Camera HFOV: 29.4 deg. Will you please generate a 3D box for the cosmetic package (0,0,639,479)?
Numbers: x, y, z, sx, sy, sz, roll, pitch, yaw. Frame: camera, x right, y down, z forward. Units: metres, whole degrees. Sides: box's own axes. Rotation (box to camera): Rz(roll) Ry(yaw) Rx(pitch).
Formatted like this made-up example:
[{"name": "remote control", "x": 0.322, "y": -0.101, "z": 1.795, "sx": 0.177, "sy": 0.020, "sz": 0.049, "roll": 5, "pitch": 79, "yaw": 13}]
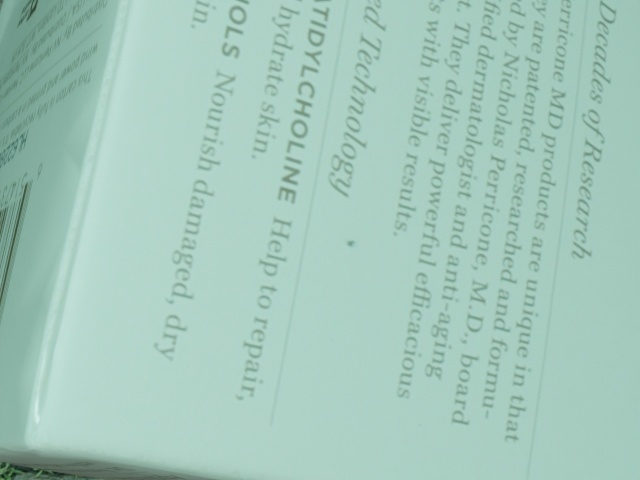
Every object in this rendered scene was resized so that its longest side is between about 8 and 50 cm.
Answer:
[{"name": "cosmetic package", "x": 0.000, "y": 0.000, "z": 0.751, "sx": 0.394, "sy": 0.327, "sz": 0.329, "roll": 16, "pitch": 165, "yaw": -26}]
